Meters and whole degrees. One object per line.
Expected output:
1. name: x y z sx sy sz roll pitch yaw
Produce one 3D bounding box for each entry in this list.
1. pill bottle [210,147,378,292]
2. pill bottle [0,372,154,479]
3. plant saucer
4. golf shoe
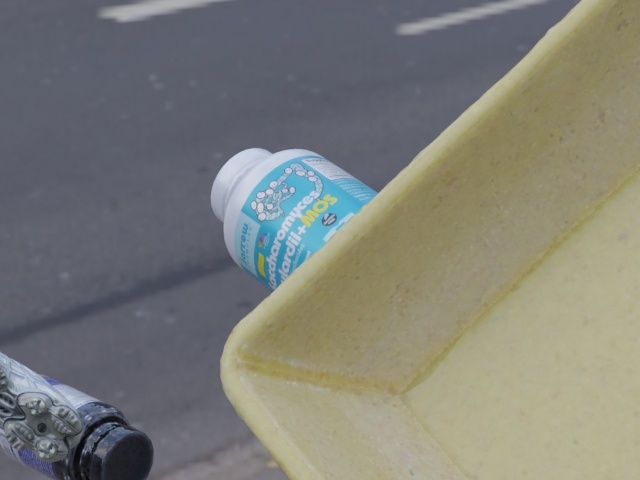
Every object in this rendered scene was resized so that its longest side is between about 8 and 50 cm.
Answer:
1. pill bottle: 0.000 0.000 1.512 0.146 0.146 0.264 -19 38 -35
2. pill bottle: -0.330 0.263 1.971 0.219 0.123 0.123 18 30 37
3. plant saucer: 0.180 0.056 0.535 0.333 0.081 0.333 -43 61 3
4. golf shoe: -0.289 0.130 1.319 0.176 0.069 0.086 39 3 -4
